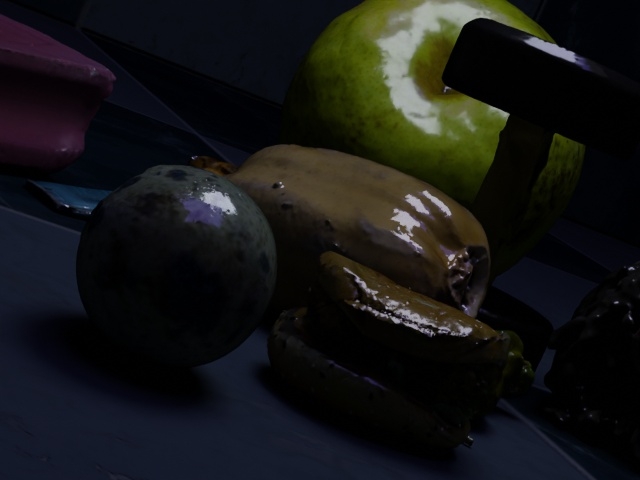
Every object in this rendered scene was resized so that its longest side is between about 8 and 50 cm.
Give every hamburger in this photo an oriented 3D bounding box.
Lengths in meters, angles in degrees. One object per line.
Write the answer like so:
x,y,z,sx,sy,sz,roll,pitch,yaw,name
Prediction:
0.056,0.091,1.240,0.177,0.113,0.185,23,-2,43,hamburger

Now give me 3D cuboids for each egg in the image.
-0.100,0.017,1.126,0.141,0.141,0.181,22,2,-8,egg

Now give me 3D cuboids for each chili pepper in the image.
0.131,0.115,1.380,0.073,0.072,0.204,17,9,19,chili pepper

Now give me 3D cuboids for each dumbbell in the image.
0.173,-0.036,1.571,0.203,0.322,0.204,23,8,-3,dumbbell

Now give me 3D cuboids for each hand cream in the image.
-0.178,-0.030,1.585,0.224,0.048,0.083,9,15,-38,hand cream

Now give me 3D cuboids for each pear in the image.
0.132,-0.116,1.944,0.391,0.391,0.391,23,8,-4,pear

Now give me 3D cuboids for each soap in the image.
-0.396,-0.167,1.539,0.233,0.128,0.359,28,11,27,soap

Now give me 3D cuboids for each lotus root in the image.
0.000,0.000,1.457,0.342,0.151,0.169,19,41,36,lotus root

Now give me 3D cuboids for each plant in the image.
0.316,0.119,1.518,0.204,0.178,0.234,34,19,-2,plant
